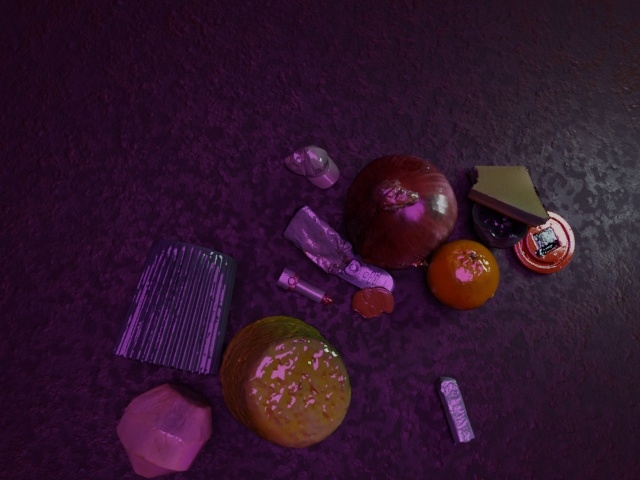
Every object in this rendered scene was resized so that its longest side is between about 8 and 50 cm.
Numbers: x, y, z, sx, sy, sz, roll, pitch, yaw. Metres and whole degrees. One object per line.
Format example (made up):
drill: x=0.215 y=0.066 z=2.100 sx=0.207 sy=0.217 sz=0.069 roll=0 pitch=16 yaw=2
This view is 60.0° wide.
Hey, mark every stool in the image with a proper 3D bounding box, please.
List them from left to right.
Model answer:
stool: x=-0.396 y=0.188 z=1.570 sx=0.297 sy=0.297 sz=0.330 roll=13 pitch=77 yaw=-2

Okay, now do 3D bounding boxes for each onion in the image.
onion: x=0.233 y=-0.075 z=1.635 sx=0.353 sy=0.353 sz=0.354 roll=0 pitch=82 yaw=-3

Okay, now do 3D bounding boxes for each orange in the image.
orange: x=0.430 y=0.102 z=1.676 sx=0.219 sy=0.193 sz=0.220 roll=-3 pitch=72 yaw=11

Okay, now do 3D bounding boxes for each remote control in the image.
remote control: x=0.113 y=0.090 z=1.726 sx=0.256 sy=0.045 sz=0.097 roll=31 pitch=89 yaw=4

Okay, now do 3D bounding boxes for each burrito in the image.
burrito: x=0.000 y=0.000 z=1.684 sx=0.229 sy=0.089 sz=0.144 roll=41 pitch=126 yaw=8

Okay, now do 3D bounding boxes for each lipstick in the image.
lipstick: x=-0.040 y=0.151 z=1.704 sx=0.186 sy=0.057 sz=0.063 roll=27 pitch=81 yaw=-2

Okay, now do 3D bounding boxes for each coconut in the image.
coconut: x=-0.431 y=0.534 z=1.542 sx=0.259 sy=0.259 sz=0.260 roll=0 pitch=82 yaw=-3

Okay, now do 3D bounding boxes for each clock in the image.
clock: x=0.713 y=0.004 z=1.770 sx=0.205 sy=0.051 sz=0.205 roll=1 pitch=82 yaw=-4

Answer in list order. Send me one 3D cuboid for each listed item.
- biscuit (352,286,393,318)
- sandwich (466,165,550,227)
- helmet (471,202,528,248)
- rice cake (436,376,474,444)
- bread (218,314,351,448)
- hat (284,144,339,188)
biscuit: x=0.161 y=0.191 z=1.703 sx=0.130 sy=0.019 sz=0.102 roll=-11 pitch=105 yaw=13
sandwich: x=0.564 y=-0.136 z=1.720 sx=0.211 sy=0.063 sz=0.245 roll=0 pitch=46 yaw=-3
helmet: x=0.550 y=-0.039 z=1.735 sx=0.176 sy=0.107 sz=0.153 roll=26 pitch=51 yaw=17
rice cake: x=0.406 y=0.513 z=1.676 sx=0.063 sy=0.069 sz=0.207 roll=-17 pitch=82 yaw=-6
bread: x=-0.087 y=0.391 z=1.528 sx=0.347 sy=0.307 sz=0.349 roll=0 pitch=91 yaw=-23
hat: x=-0.021 y=-0.233 z=1.749 sx=0.122 sy=0.081 sz=0.166 roll=-44 pitch=97 yaw=-5
